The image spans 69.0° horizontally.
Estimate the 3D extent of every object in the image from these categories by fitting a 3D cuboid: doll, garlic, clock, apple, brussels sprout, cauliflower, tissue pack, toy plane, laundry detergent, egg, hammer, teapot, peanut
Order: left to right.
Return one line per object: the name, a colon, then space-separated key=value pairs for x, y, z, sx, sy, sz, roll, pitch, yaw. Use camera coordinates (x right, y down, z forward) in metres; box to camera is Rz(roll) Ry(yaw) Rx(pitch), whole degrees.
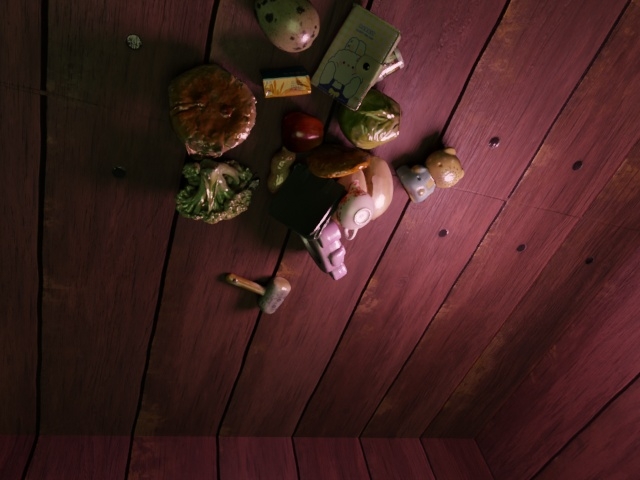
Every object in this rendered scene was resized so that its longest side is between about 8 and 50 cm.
cauliflower: x=-0.414 y=-0.220 z=1.794 sx=0.327 sy=0.261 sz=0.280 roll=-37 pitch=138 yaw=-29
toy plane: x=-0.290 y=-0.228 z=1.939 sx=0.049 sy=0.031 sz=0.121 roll=38 pitch=108 yaw=-27
hammer: x=-0.312 y=0.226 z=2.235 sx=0.306 sy=0.113 sz=0.201 roll=26 pitch=113 yaw=-19
peanut: x=-0.159 y=-0.284 z=1.896 sx=0.104 sy=0.085 sz=0.227 roll=-10 pitch=129 yaw=-32
tissue pack: x=-0.127 y=-0.568 z=1.672 sx=0.169 sy=0.120 sz=0.082 roll=-8 pitch=125 yaw=-10
egg: x=-0.112 y=-0.725 z=1.528 sx=0.228 sy=0.177 sz=0.177 roll=27 pitch=117 yaw=-12
apple: x=-0.069 y=-0.416 z=1.787 sx=0.159 sy=0.147 sz=0.155 roll=-6 pitch=105 yaw=-11
clock: x=0.000 y=0.000 z=2.013 sx=0.114 sy=0.295 sz=0.322 roll=-31 pitch=131 yaw=-12
teapot: x=0.134 y=-0.105 z=1.814 sx=0.159 sy=0.116 sz=0.245 roll=-10 pitch=131 yaw=-41
garlic: x=0.159 y=-0.197 z=1.960 sx=0.286 sy=0.249 sz=0.313 roll=14 pitch=130 yaw=-22
brussels sprout: x=0.188 y=-0.466 z=1.778 sx=0.244 sy=0.244 sz=0.243 roll=-7 pitch=127 yaw=-9
laundry detergent: x=0.194 y=-0.635 z=1.735 sx=0.226 sy=0.070 sz=0.099 roll=-28 pitch=136 yaw=8
doll: x=0.479 y=-0.284 z=2.006 sx=0.261 sy=0.161 sz=0.177 roll=-28 pitch=126 yaw=10

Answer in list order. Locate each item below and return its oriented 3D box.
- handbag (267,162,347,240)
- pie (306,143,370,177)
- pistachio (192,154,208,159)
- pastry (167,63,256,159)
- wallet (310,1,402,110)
handbag: x=-0.053 y=-0.156 z=1.836 sx=0.260 sy=0.248 sz=0.079 roll=-57 pitch=152 yaw=-4
pie: x=0.072 y=-0.316 z=1.813 sx=0.274 sy=0.273 sz=0.069 roll=-7 pitch=126 yaw=-9
pistachio: x=-0.424 y=-0.378 z=1.755 sx=0.185 sy=0.126 sz=0.108 roll=-40 pitch=83 yaw=19
pastry: x=-0.376 y=-0.451 z=1.628 sx=0.330 sy=0.136 sz=0.329 roll=1 pitch=87 yaw=-18
wallet: x=0.121 y=-0.641 z=1.642 sx=0.223 sy=0.077 sz=0.309 roll=36 pitch=111 yaw=7
